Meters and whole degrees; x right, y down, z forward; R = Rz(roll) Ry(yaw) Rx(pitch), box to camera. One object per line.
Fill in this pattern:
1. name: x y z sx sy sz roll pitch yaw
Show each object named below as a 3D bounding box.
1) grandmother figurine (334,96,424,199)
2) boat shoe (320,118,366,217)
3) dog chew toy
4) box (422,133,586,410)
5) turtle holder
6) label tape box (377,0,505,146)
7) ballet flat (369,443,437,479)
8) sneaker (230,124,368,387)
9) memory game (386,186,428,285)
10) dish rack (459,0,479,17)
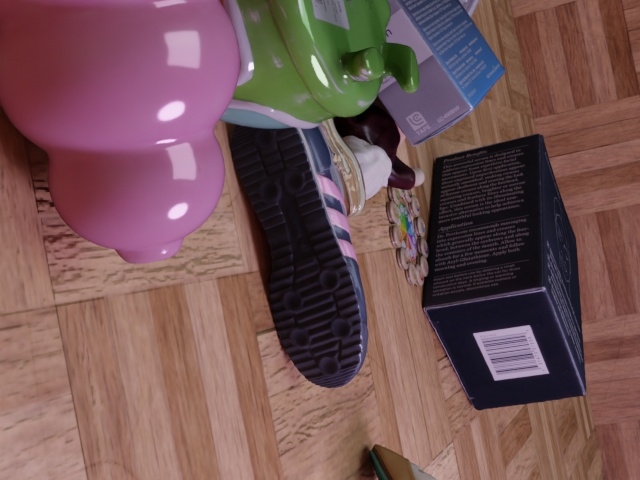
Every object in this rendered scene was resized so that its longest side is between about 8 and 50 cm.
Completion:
1. grandmother figurine: 0.078 -0.153 1.450 0.208 0.104 0.342 44 33 -9
2. boat shoe: -0.007 -0.108 1.259 0.072 0.068 0.190 -37 105 -54
3. dog chew toy: -0.150 -0.148 0.729 0.206 0.206 0.332 -40 125 -66
4. box: 0.340 0.054 1.839 0.395 0.212 0.293 -78 149 -44
5. turtle holder: -0.045 -0.234 0.982 0.320 0.227 0.243 -70 142 -55
6. label tape box: 0.109 -0.331 1.460 0.348 0.115 0.249 53 29 -5
7. ballet flat: 0.127 0.332 1.226 0.232 0.073 0.080 -115 -172 -50
8. sneaker: 0.000 0.000 1.135 0.131 0.112 0.319 -24 103 -66
9. memory game: 0.145 -0.015 1.652 0.186 0.012 0.186 -11 90 -70
10. dish rack: 0.228 -0.484 1.845 0.333 0.072 0.285 -63 158 6
